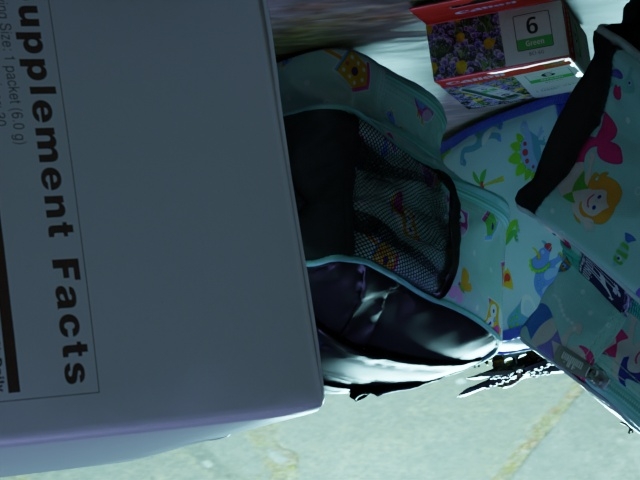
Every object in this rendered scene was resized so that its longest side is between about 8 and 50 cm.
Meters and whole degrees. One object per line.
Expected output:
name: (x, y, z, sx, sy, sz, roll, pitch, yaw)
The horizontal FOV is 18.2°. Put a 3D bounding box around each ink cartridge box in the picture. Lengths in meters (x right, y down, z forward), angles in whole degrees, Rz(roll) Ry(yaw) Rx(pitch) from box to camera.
ink cartridge box: (0.082, -0.085, 0.886, 0.063, 0.029, 0.115, -10, 172, 14)

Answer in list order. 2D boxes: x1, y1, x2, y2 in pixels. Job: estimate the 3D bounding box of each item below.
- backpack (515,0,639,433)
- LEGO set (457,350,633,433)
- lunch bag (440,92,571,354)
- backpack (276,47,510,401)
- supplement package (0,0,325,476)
backpack: (0.228, 0.022, 0.861, 0.225, 0.191, 0.253, 4, -159, -48)
LEGO set: (0.167, 0.064, 1.448, 0.331, 0.192, 0.255, -1, 169, -41)
lunch bag: (0.123, -0.006, 1.135, 0.096, 0.129, 0.151, -7, 170, -14)
backpack: (0.000, 0.000, 0.956, 0.166, 0.144, 0.188, -15, 146, 35)
supplement package: (-0.175, 0.001, 0.713, 0.293, 0.175, 0.177, -3, 169, -31)
